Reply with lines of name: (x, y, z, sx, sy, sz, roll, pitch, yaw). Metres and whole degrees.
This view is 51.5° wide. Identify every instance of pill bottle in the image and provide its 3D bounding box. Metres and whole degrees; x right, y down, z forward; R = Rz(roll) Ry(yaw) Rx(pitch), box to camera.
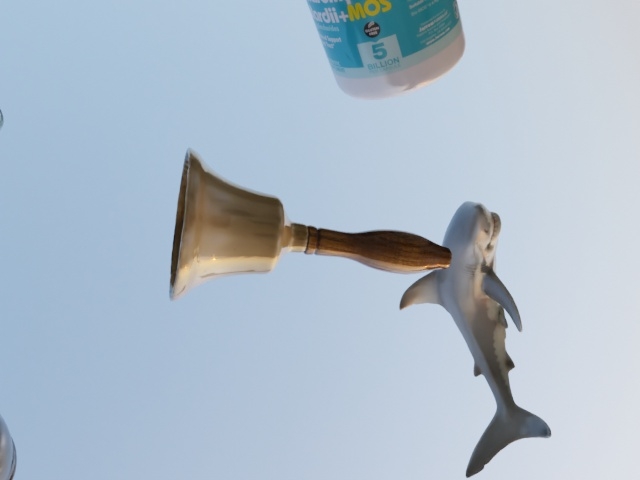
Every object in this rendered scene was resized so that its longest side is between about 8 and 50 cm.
pill bottle: (0.045, -0.283, 0.648, 0.146, 0.146, 0.264, -67, -37, -46)

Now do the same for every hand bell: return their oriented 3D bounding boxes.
hand bell: (0.000, 0.000, 0.569, 0.242, 0.126, 0.126, 7, -124, -14)

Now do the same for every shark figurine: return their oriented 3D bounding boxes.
shark figurine: (0.146, 0.086, 0.697, 0.166, 0.116, 0.278, -88, -15, -75)

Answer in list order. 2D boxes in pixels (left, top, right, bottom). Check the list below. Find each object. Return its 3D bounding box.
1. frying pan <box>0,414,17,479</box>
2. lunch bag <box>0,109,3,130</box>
frying pan: (-0.441, 0.165, 0.604, 0.326, 0.053, 0.197, 24, -163, -20)
lunch bag: (-0.399, -0.155, 0.536, 0.279, 0.108, 0.224, 50, -177, -15)
